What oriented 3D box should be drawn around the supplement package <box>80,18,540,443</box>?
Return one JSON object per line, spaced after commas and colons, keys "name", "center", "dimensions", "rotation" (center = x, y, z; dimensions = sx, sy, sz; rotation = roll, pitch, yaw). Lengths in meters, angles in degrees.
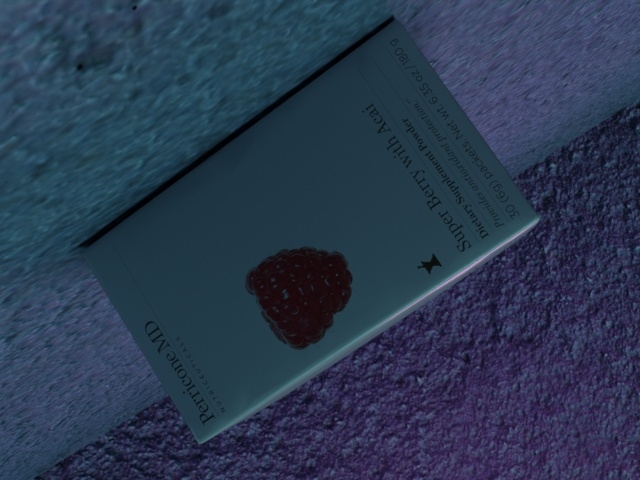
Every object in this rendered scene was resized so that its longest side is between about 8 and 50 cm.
{"name": "supplement package", "center": [0.000, 0.000, 0.641], "dimensions": [0.293, 0.177, 0.175], "rotation": [-35, 172, 9]}
